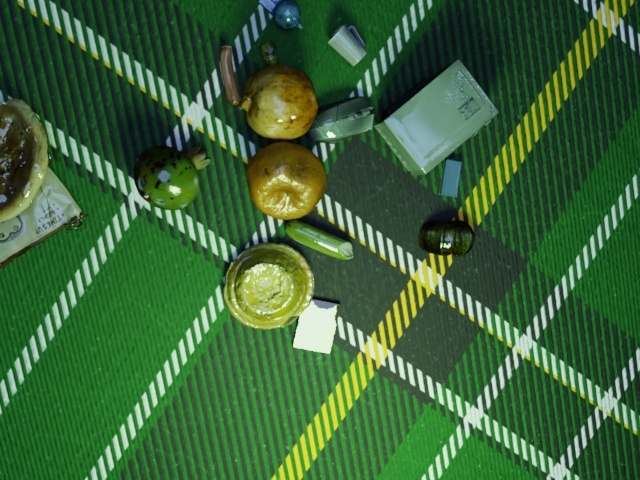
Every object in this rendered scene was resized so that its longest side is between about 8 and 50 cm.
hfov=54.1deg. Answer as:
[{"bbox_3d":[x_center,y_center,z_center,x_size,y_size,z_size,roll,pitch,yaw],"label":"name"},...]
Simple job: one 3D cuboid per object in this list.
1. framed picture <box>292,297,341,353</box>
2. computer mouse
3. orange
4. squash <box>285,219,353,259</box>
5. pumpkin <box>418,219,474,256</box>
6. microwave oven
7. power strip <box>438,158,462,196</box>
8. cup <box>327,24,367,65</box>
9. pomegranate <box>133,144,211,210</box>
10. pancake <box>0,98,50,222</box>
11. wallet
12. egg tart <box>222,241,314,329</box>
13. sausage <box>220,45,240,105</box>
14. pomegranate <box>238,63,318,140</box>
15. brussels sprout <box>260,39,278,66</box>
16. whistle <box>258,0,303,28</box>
[{"bbox_3d":[-0.013,0.276,2.040,0.128,0.023,0.168,11,95,-7],"label":"framed picture"},{"bbox_3d":[0.065,-0.374,1.954,0.231,0.071,0.126,-17,98,-5],"label":"computer mouse"},{"bbox_3d":[-0.100,-0.193,1.890,0.249,0.183,0.249,-6,134,-6],"label":"orange"},{"bbox_3d":[0.000,0.000,1.988,0.239,0.069,0.069,24,93,-8],"label":"squash"},{"bbox_3d":[0.418,-0.006,2.022,0.183,0.107,0.119,-2,91,-8],"label":"pumpkin"},{"bbox_3d":[0.350,-0.373,1.934,0.295,0.181,0.237,-40,97,-2],"label":"microwave oven"},{"bbox_3d":[0.422,-0.204,2.035,0.056,0.032,0.123,7,95,-8],"label":"power strip"},{"bbox_3d":[0.091,-0.611,1.940,0.116,0.074,0.104,42,61,-13],"label":"cup"},{"bbox_3d":[-0.437,-0.201,1.870,0.202,0.202,0.248,51,58,-9],"label":"pomegranate"},{"bbox_3d":[-0.958,-0.244,1.801,0.382,0.071,0.382,0,85,5],"label":"pancake"},{"bbox_3d":[-0.895,-0.091,1.866,0.335,0.068,0.275,-30,92,0],"label":"wallet"},{"bbox_3d":[-0.161,0.148,1.956,0.290,0.115,0.290,0,95,-3],"label":"egg tart"},{"bbox_3d":[-0.277,-0.501,1.911,0.040,0.047,0.177,-12,98,-22],"label":"sausage"},{"bbox_3d":[-0.125,-0.405,1.845,0.248,0.248,0.248,-1,96,-7],"label":"pomegranate"},{"bbox_3d":[-0.155,-0.569,1.918,0.051,0.046,0.083,-26,102,-45],"label":"brussels sprout"},{"bbox_3d":[-0.114,-0.694,1.892,0.158,0.090,0.090,40,90,-10],"label":"whistle"}]
